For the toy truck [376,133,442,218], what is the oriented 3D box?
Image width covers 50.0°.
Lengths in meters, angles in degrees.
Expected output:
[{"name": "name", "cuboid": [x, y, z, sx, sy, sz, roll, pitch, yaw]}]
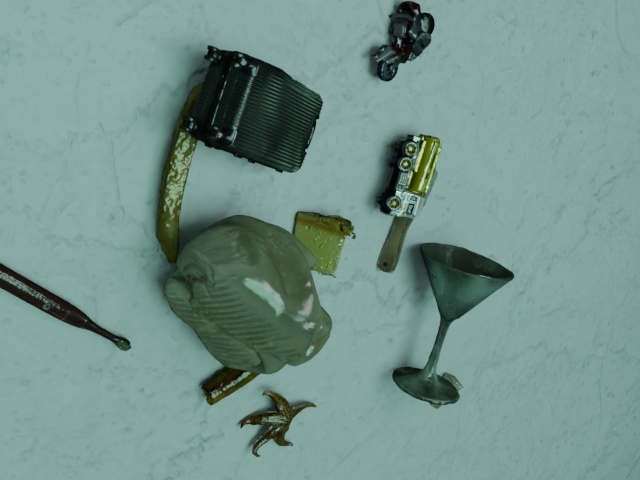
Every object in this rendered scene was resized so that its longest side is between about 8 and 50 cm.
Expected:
[{"name": "toy truck", "cuboid": [0.232, -0.166, 1.761, 0.114, 0.098, 0.226, 15, 97, -16]}]

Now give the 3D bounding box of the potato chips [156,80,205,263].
[{"name": "potato chips", "cuboid": [-0.288, -0.145, 1.424, 0.080, 0.057, 0.406, 10, 100, -36]}]

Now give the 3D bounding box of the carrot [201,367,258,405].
[{"name": "carrot", "cuboid": [-0.173, 0.304, 1.667, 0.260, 0.070, 0.070, -33, 123, -21]}]

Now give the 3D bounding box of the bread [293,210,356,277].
[{"name": "bread", "cuboid": [0.000, 0.000, 1.693, 0.152, 0.127, 0.147, 15, 100, -6]}]

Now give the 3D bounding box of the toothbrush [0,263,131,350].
[{"name": "toothbrush", "cuboid": [-0.519, 0.136, 1.361, 0.364, 0.041, 0.040, 42, 79, -39]}]

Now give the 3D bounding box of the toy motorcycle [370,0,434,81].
[{"name": "toy motorcycle", "cuboid": [0.197, -0.487, 1.654, 0.213, 0.082, 0.122, -51, 130, -13]}]

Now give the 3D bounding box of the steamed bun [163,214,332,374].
[{"name": "steamed bun", "cuboid": [-0.141, 0.097, 1.473, 0.367, 0.343, 0.255, 52, 48, -31]}]

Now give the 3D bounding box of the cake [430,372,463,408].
[{"name": "cake", "cuboid": [0.394, 0.486, 2.169, 0.052, 0.065, 0.121, 21, 99, -37]}]

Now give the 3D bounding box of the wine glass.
[{"name": "wine glass", "cuboid": [0.349, 0.236, 1.925, 0.267, 0.267, 0.405, 6, 106, -38]}]

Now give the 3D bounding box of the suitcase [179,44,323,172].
[{"name": "suitcase", "cuboid": [-0.133, -0.262, 1.410, 0.312, 0.128, 0.202, 12, 98, -58]}]

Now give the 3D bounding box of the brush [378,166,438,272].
[{"name": "brush", "cuboid": [0.240, -0.065, 1.854, 0.065, 0.070, 0.327, 14, 98, -50]}]

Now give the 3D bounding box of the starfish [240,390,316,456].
[{"name": "starfish", "cuboid": [-0.100, 0.463, 1.785, 0.238, 0.057, 0.213, -16, 122, -31]}]
